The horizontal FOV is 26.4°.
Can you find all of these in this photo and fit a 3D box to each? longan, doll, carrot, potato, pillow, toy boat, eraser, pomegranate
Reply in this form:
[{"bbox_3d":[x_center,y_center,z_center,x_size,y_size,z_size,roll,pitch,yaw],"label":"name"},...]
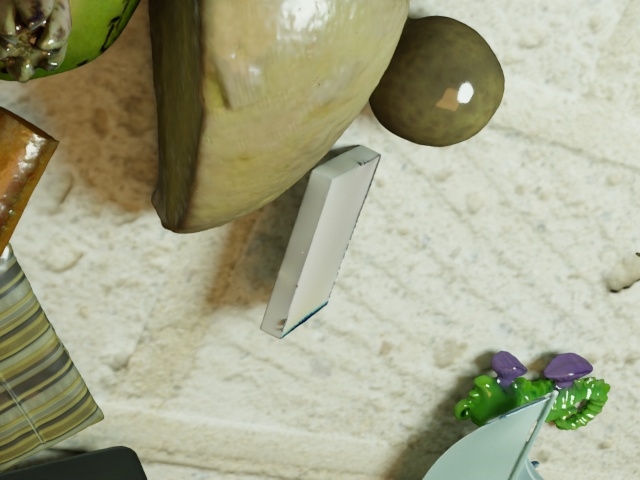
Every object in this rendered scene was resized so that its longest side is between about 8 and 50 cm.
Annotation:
[{"bbox_3d":[0.086,-0.130,1.083,0.106,0.106,0.119,-42,96,4],"label":"longan"},{"bbox_3d":[0.213,0.160,1.349,0.190,0.050,0.115,0,128,-29],"label":"doll"},{"bbox_3d":[-0.269,0.011,1.000,0.067,0.067,0.225,26,94,-34],"label":"carrot"},{"bbox_3d":[-0.015,-0.104,0.990,0.211,0.189,0.264,-9,123,-20],"label":"potato"},{"bbox_3d":[-0.260,0.099,1.098,0.113,0.038,0.203,-26,126,-6],"label":"pillow"},{"bbox_3d":[0.175,0.258,1.349,0.210,0.070,0.291,18,123,-36],"label":"toy boat"},{"bbox_3d":[0.000,0.000,1.127,0.104,0.023,0.150,-32,145,-61],"label":"eraser"},{"bbox_3d":[-0.191,-0.173,0.854,0.180,0.209,0.180,-5,132,-6],"label":"pomegranate"}]

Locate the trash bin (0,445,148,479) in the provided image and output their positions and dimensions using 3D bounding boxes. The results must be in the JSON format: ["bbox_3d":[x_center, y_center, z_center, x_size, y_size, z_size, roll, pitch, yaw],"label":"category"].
[{"bbox_3d":[-0.220,0.302,1.187,0.165,0.115,0.225,-11,127,-18],"label":"trash bin"}]
